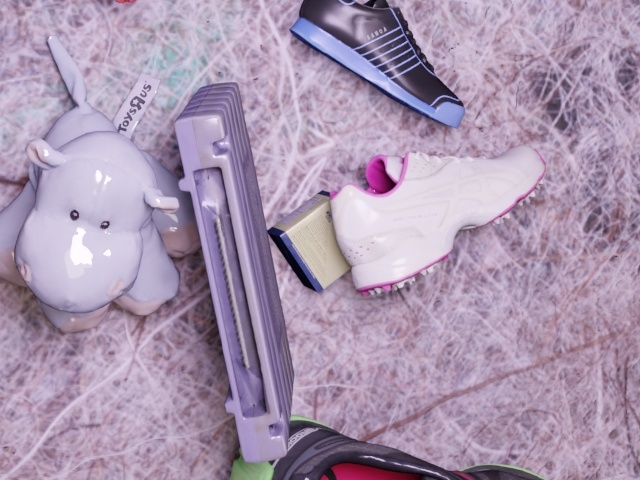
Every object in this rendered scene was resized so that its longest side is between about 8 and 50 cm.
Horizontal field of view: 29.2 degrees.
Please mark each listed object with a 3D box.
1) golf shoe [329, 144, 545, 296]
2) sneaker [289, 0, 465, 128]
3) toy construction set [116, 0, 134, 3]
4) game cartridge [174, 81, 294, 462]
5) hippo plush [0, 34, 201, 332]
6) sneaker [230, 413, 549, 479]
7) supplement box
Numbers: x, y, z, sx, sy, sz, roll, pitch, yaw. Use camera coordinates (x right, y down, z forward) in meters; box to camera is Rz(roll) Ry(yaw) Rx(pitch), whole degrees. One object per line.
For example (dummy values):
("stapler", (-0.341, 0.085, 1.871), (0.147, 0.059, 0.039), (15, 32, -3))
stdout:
("golf shoe", (0.137, -0.058, 1.400), (0.306, 0.115, 0.140), (-32, 94, -34))
("sneaker", (0.081, -0.215, 1.396), (0.232, 0.081, 0.090), (30, 94, -19))
("toy construction set", (-0.092, -0.354, 1.217), (0.237, 0.309, 0.257), (0, 105, -24))
("game cartridge", (-0.087, 0.024, 1.287), (0.068, 0.230, 0.355), (-10, 105, -1))
("hippo plush", (-0.203, -0.031, 1.240), (0.234, 0.236, 0.294), (21, 90, -20))
("sneaker", (0.131, 0.340, 1.423), (0.483, 0.202, 0.185), (15, 93, -20))
("supplement box", (0.000, 0.000, 1.410), (0.083, 0.056, 0.083), (-37, 107, -11))
